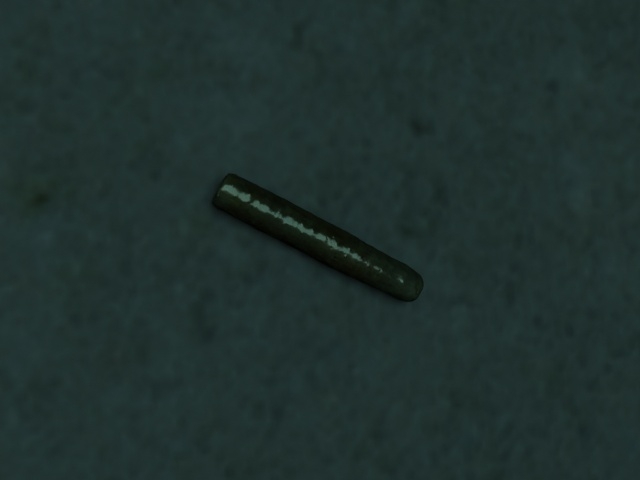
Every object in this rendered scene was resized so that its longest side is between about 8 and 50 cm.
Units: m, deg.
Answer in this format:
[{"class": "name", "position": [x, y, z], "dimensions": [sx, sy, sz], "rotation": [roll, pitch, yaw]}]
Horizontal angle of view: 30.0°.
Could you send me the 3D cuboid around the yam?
[{"class": "yam", "position": [0.000, 0.000, 0.589], "dimensions": [0.116, 0.021, 0.021], "rotation": [27, 75, -14]}]
